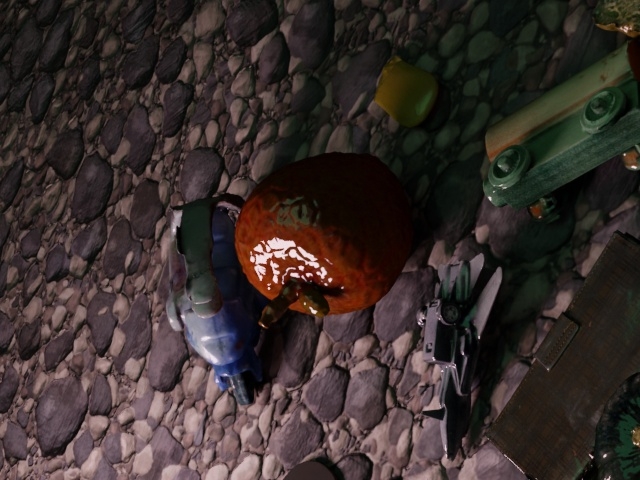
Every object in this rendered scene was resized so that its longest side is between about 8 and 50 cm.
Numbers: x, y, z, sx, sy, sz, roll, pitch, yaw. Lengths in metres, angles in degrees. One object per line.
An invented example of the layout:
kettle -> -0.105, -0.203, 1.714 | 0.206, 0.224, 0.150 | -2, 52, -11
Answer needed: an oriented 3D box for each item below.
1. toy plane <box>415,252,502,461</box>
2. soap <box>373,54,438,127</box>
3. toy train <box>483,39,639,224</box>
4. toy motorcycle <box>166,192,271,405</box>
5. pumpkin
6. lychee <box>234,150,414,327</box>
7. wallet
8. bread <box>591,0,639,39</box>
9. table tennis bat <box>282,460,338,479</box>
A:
toy plane -> 0.170, 0.155, 1.934 | 0.212, 0.088, 0.267 | 160, 124, -69
soap -> 0.123, -0.229, 2.230 | 0.089, 0.033, 0.168 | -58, 38, 5
toy train -> 0.331, -0.147, 1.904 | 0.285, 0.116, 0.177 | -33, 36, 36
toy motorcycle -> -0.173, 0.082, 2.250 | 0.182, 0.241, 0.319 | -32, 50, 26
pumpkin -> 0.394, 0.230, 1.589 | 0.211, 0.152, 0.212 | -7, 80, 39
lychee -> 0.000, 0.000, 2.087 | 0.255, 0.255, 0.300 | -19, 26, 42
wallet -> 0.338, 0.157, 1.779 | 0.169, 0.044, 0.317 | 42, 105, 46
bread -> 0.436, -0.305, 1.860 | 0.128, 0.088, 0.232 | -51, 23, 0
table tennis bat -> -0.051, 0.430, 2.098 | 0.246, 0.022, 0.138 | -59, 40, 6
